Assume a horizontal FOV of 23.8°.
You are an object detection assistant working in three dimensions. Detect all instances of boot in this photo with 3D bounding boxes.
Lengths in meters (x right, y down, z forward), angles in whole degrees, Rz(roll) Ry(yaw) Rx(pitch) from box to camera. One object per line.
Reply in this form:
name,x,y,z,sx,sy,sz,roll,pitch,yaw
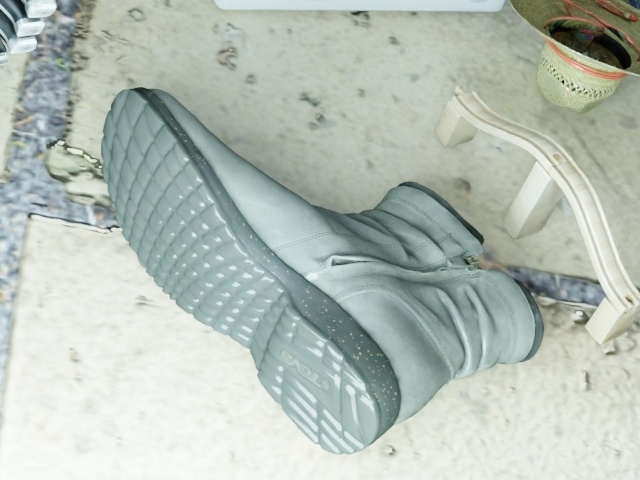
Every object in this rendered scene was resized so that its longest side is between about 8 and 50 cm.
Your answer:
boot,0.000,0.000,0.854,0.161,0.083,0.246,-26,68,-43

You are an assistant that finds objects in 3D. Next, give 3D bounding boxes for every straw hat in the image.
straw hat,0.176,-0.120,1.024,0.144,0.061,0.144,17,30,-10

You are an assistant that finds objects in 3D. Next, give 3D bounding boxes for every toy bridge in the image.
toy bridge,0.134,-0.028,0.926,0.026,0.063,0.188,-17,59,-31

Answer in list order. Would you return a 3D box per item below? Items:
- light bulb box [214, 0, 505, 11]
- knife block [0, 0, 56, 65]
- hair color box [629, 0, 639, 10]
light bulb box,0.027,-0.401,1.009,0.225,0.361,0.358,-4,52,-23
knife block,-0.263,-0.212,0.828,0.242,0.276,0.088,14,38,34
hair color box,0.311,-0.251,1.136,0.174,0.105,0.347,0,54,-14
